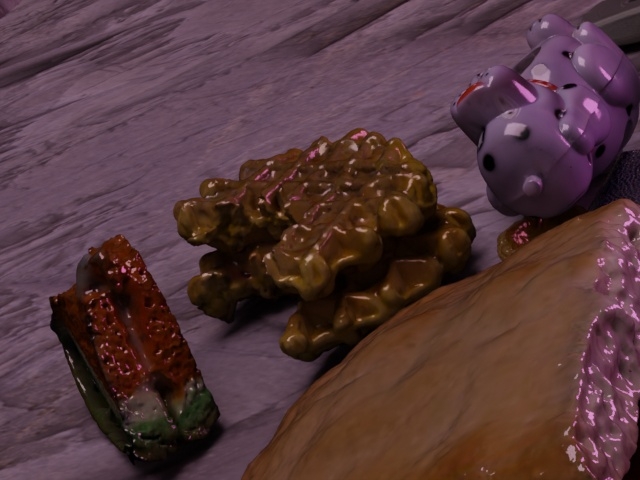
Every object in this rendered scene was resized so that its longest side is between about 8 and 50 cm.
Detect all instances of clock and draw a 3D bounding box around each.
[{"bbox_3d":[0.220,-0.105,1.808,0.189,0.189,0.254,-15,15,24],"label":"clock"}]

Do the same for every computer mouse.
[{"bbox_3d":[0.385,-0.270,2.171,0.181,0.056,0.089,-18,19,35],"label":"computer mouse"}]

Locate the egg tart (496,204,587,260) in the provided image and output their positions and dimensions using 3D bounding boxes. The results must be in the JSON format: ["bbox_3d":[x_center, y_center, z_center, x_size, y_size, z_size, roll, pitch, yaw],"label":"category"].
[{"bbox_3d":[0.227,0.002,1.794,0.105,0.039,0.105,-21,23,9],"label":"egg tart"}]

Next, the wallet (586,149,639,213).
[{"bbox_3d":[0.367,-0.020,1.683,0.262,0.071,0.221,-6,26,32],"label":"wallet"}]

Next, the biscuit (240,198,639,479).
[{"bbox_3d":[0.102,0.129,1.486,0.446,0.104,0.429,-27,19,37],"label":"biscuit"}]

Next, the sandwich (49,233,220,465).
[{"bbox_3d":[-0.199,0.103,1.844,0.109,0.212,0.292,-18,7,-17],"label":"sandwich"}]

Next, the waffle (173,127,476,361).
[{"bbox_3d":[0.000,0.000,1.898,0.261,0.151,0.324,-31,27,-21],"label":"waffle"}]

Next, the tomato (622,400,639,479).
[{"bbox_3d":[0.317,0.140,1.355,0.228,0.101,0.228,-19,26,10],"label":"tomato"}]
